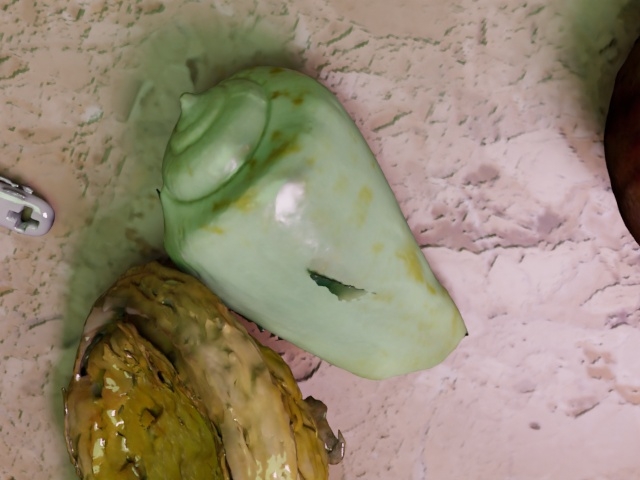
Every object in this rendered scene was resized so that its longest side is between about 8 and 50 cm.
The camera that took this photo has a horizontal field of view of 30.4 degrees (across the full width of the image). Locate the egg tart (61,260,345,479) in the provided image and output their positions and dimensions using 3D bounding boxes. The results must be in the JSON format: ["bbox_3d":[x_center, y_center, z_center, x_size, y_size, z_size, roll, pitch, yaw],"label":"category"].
[{"bbox_3d":[-0.071,0.156,0.787,0.107,0.290,0.291,-9,112,-37],"label":"egg tart"}]

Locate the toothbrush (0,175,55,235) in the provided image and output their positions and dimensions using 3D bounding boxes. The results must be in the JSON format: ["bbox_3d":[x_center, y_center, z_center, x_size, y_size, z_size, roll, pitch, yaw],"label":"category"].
[{"bbox_3d":[-0.376,-0.096,0.794,0.417,0.040,0.042,23,125,-11],"label":"toothbrush"}]

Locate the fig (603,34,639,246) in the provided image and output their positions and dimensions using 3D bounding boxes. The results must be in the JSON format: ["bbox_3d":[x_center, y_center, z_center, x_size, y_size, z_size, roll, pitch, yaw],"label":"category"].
[{"bbox_3d":[0.295,-0.063,0.712,0.234,0.235,0.214,-11,144,4],"label":"fig"}]

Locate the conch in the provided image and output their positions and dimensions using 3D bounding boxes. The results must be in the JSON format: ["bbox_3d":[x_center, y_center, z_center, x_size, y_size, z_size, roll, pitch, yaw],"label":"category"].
[{"bbox_3d":[-0.018,0.000,0.791,0.143,0.137,0.251,-38,126,-16],"label":"conch"}]
